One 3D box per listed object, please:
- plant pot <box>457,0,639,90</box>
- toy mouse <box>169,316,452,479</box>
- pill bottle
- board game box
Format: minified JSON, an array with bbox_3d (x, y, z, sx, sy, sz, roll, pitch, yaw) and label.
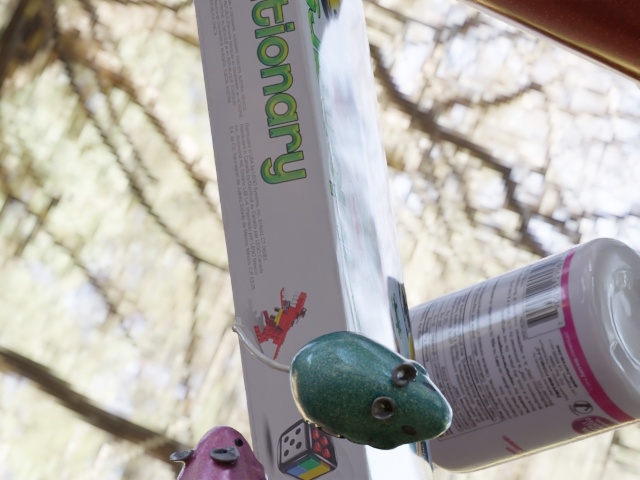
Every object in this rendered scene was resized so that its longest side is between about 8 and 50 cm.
[{"bbox_3d":[0.181,-0.217,1.055,0.265,0.272,0.272,16,-23,-16],"label":"plant pot"},{"bbox_3d":[-0.011,0.079,0.649,0.161,0.143,0.031,-29,-32,9],"label":"toy mouse"},{"bbox_3d":[0.159,0.113,1.573,0.283,0.160,0.160,-22,-47,34],"label":"pill bottle"},{"bbox_3d":[0.000,0.000,0.856,0.053,0.305,0.193,-11,-13,11],"label":"board game box"}]
